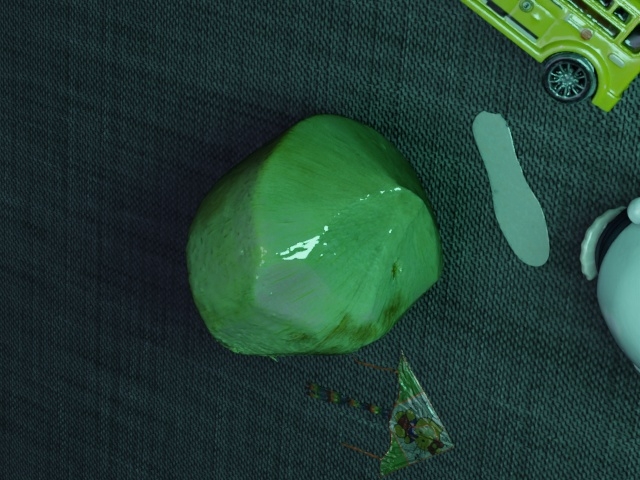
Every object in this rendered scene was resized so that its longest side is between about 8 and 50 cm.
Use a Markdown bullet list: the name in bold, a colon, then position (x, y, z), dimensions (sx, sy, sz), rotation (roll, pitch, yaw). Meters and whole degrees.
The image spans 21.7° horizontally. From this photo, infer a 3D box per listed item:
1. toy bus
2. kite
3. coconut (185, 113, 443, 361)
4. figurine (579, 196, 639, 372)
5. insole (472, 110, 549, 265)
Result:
- **toy bus**: position (0.216, -0.293, 1.777), dimensions (0.331, 0.145, 0.151), rotation (38, 122, -4)
- **kite**: position (0.076, 0.225, 2.210), dimensions (0.244, 0.006, 0.198), rotation (20, 117, 33)
- **coconut**: position (0.000, 0.000, 2.006), dimensions (0.328, 0.328, 0.281), rotation (-27, 69, 41)
- **figurine**: position (0.446, 0.095, 1.738), dimensions (0.253, 0.211, 0.361), rotation (-28, 86, 9)
- **insole**: position (0.227, -0.062, 1.993), dimensions (0.065, 0.004, 0.197), rotation (-19, 93, 41)
